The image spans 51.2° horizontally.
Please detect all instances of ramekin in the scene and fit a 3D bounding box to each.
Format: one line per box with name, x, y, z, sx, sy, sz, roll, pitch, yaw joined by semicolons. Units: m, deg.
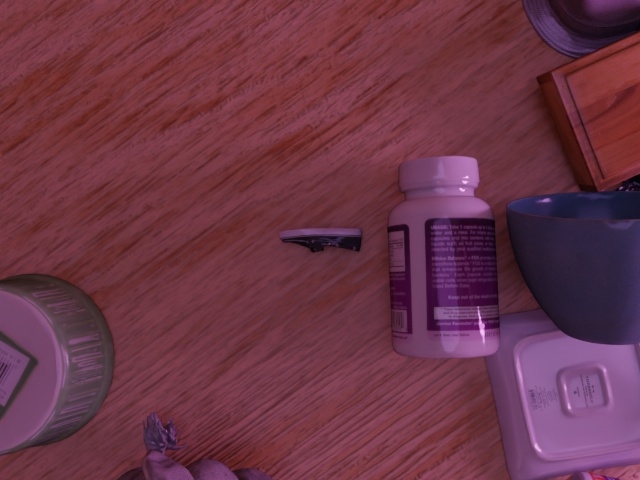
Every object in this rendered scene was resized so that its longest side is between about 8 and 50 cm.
ramekin;-0.516;0.206;1.108;0.303;0.148;0.303;0;87;5

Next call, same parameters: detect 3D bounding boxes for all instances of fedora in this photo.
fedora;0.476;-0.437;1.073;0.275;0.124;0.244;-23;84;3

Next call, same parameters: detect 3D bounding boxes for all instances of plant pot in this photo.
plant pot;0.424;0.040;0.986;0.290;0.290;0.195;-2;101;5

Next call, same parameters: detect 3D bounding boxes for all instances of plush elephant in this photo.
plush elephant;-0.206;0.428;1.001;0.255;0.272;0.330;-16;63;47

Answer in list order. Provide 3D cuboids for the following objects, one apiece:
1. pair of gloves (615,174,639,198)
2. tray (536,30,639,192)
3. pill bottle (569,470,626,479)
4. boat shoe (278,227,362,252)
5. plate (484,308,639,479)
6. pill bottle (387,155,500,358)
pair of gloves;0.506;-0.112;1.108;0.074;0.010;0.083;-38;87;0
tray;0.577;-0.253;1.053;0.411;0.076;0.203;-24;97;2
pill bottle;0.488;0.429;1.028;0.193;0.108;0.108;10;87;5
boat shoe;0.000;0.000;1.127;0.142;0.049;0.040;-1;87;3
plate;0.420;0.240;1.078;0.278;0.045;0.277;-11;86;5
pill bottle;0.191;0.026;1.048;0.169;0.169;0.302;-2;87;5
